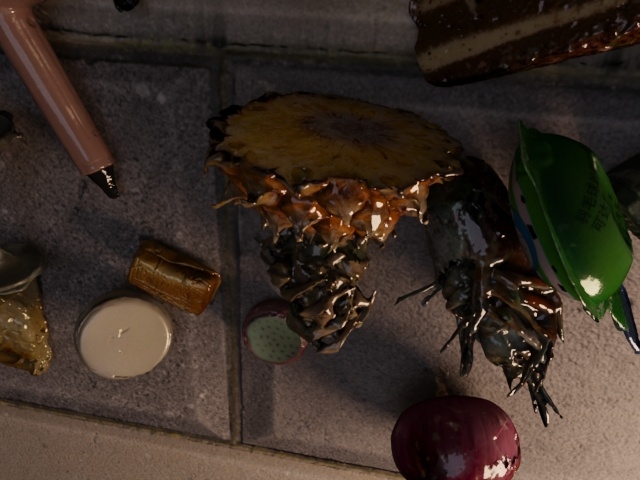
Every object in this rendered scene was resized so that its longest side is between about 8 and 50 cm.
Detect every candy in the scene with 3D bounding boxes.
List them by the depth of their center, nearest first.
[{"bbox_3d":[-0.066,0.138,0.649,0.103,0.043,0.103,5,115,11],"label":"candy"}]

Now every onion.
[{"bbox_3d":[0.189,0.289,0.613,0.178,0.153,0.177,-3,118,-6],"label":"onion"}]

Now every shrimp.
[{"bbox_3d":[0.197,0.079,0.534,0.172,0.137,0.371,-3,104,53],"label":"shrimp"}]

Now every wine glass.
[{"bbox_3d":[-0.462,-0.045,0.576,0.156,0.156,0.232,12,126,5],"label":"wine glass"}]

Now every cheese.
[{"bbox_3d":[0.279,0.006,0.455,0.083,0.203,0.320,-21,127,38],"label":"cheese"}]

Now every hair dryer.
[{"bbox_3d":[-0.358,-0.199,0.533,0.190,0.106,0.344,-12,117,16],"label":"hair dryer"}]

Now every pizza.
[{"bbox_3d":[-0.584,0.099,0.708,0.324,0.089,0.223,34,118,-6],"label":"pizza"}]

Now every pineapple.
[{"bbox_3d":[0.000,0.000,0.492,0.263,0.262,0.271,10,125,6],"label":"pineapple"}]

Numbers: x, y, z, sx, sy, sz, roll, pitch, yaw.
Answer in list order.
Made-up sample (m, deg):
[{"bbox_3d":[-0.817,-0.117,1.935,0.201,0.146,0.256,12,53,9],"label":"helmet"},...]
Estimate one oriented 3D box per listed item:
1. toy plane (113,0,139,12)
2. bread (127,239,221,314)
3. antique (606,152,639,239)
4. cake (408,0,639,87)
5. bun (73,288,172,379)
[{"bbox_3d":[-0.236,-0.306,0.484,0.031,0.049,0.120,-26,89,19],"label":"toy plane"},{"bbox_3d":[-0.217,0.054,0.635,0.132,0.053,0.074,24,120,-1],"label":"bread"},{"bbox_3d":[0.406,-0.071,0.444,0.183,0.088,0.086,-35,102,22],"label":"antique"},{"bbox_3d":[0.232,-0.231,0.433,0.246,0.135,0.112,-4,102,44],"label":"cake"},{"bbox_3d":[-0.304,0.138,0.671,0.138,0.094,0.138,-3,99,-22],"label":"bun"}]
